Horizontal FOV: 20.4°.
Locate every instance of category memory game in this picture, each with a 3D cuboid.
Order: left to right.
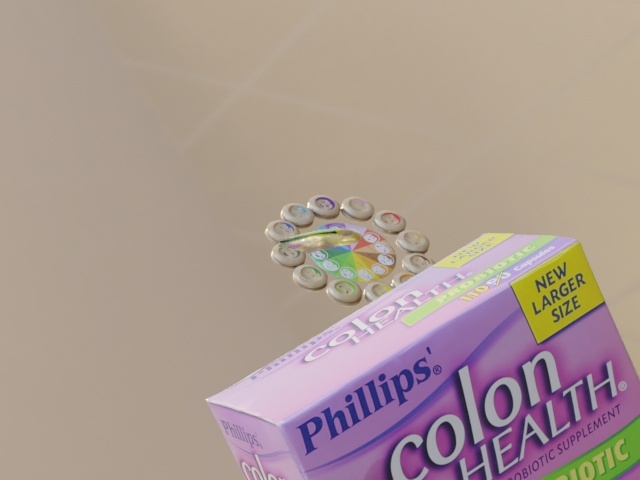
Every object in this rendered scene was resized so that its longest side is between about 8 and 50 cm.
[{"bbox_3d":[0.034,0.009,1.883,0.186,0.186,0.012,-42,-26,-49],"label":"memory game"}]

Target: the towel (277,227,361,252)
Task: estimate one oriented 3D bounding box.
[{"bbox_3d":[0.000,0.000,1.555,0.083,0.060,0.009,16,-116,-75],"label":"towel"}]

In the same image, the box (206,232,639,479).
[{"bbox_3d":[0.090,0.151,1.051,0.214,0.117,0.243,-30,-78,-20],"label":"box"}]
